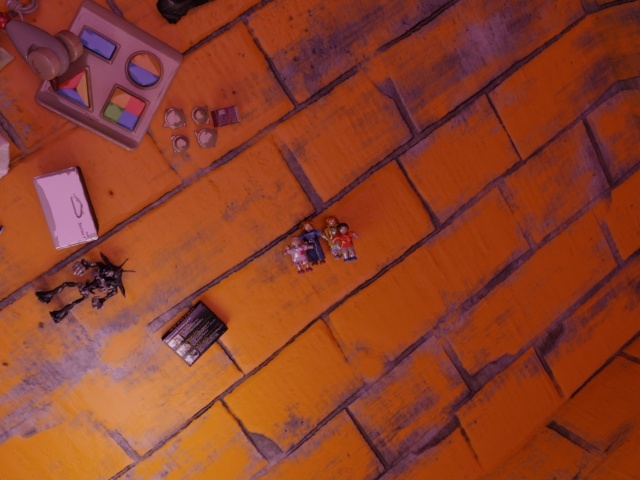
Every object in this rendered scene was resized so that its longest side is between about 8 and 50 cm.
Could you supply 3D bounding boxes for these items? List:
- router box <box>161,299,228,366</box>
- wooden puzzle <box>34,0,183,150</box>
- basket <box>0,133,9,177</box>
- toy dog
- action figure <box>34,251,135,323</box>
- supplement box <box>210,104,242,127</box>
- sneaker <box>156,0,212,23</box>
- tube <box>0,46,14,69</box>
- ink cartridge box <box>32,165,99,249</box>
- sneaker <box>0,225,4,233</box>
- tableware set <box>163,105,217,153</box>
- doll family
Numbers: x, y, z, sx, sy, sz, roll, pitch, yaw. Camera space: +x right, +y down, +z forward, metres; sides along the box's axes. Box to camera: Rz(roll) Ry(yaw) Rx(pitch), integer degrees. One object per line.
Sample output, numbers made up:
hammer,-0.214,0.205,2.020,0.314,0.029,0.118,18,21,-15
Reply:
router box,-0.414,0.307,1.989,0.179,0.046,0.133,-45,108,-9
wooden puzzle,-0.622,-0.488,1.788,0.322,0.080,0.348,27,88,-21
basket,-1.009,-0.185,1.529,0.266,0.331,0.328,42,66,-18
toy dog,-0.819,-0.530,1.659,0.333,0.161,0.220,41,44,14
action figure,-0.699,0.141,1.818,0.275,0.141,0.164,-30,95,-12
supplement box,-0.302,-0.397,1.927,0.083,0.043,0.055,-19,104,-27
sneaker,-0.410,-0.736,1.835,0.227,0.130,0.087,-42,106,-39
tube,-0.974,-0.454,1.685,0.240,0.062,0.070,-56,154,-10
ink cartridge box,-0.713,-0.100,1.703,0.117,0.278,0.202,-17,102,-17
sneaker,-0.962,-0.015,1.758,0.037,0.032,0.083,43,82,-20
tableware set,-0.413,-0.356,1.913,0.168,0.020,0.141,-12,102,-19
doll family,0.000,0.000,2.075,0.262,0.118,0.163,-15,109,1
